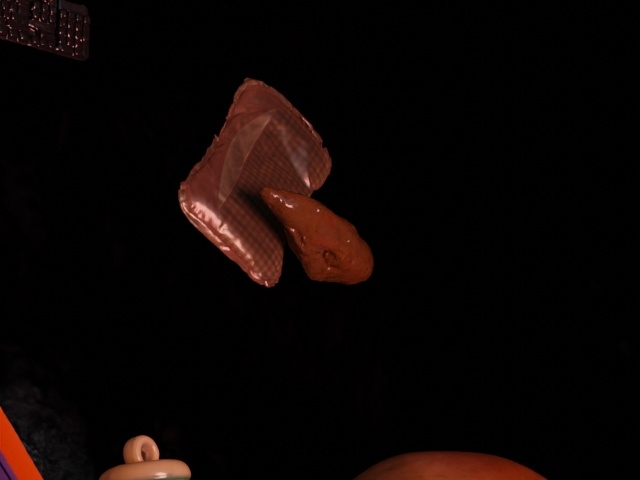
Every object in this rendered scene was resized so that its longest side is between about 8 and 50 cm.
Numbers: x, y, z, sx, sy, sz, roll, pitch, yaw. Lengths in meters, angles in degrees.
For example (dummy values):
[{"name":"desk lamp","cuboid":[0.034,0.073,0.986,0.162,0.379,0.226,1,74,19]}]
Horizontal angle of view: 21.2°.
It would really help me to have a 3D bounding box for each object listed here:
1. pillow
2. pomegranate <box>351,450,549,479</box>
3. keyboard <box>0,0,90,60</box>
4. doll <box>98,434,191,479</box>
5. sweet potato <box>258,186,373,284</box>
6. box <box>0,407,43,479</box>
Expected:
[{"name":"pillow","cuboid":[-0.061,-0.062,1.658,0.135,0.034,0.211,43,44,-18]},{"name":"pomegranate","cuboid":[0.121,0.322,1.453,0.319,0.319,0.319,22,55,-34]},{"name":"keyboard","cuboid":[-0.290,-0.210,1.533,0.195,0.018,0.060,12,63,-38]},{"name":"doll","cuboid":[-0.131,0.305,1.313,0.208,0.144,0.271,53,38,-22]},{"name":"sweet potato","cuboid":[0.000,0.000,1.637,0.068,0.060,0.206,-56,139,-10]},{"name":"box","cuboid":[-0.278,0.314,1.039,0.257,0.318,0.349,-32,91,-47]}]
